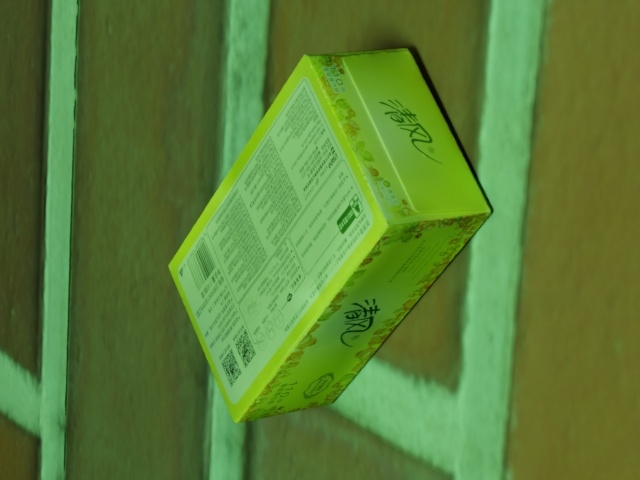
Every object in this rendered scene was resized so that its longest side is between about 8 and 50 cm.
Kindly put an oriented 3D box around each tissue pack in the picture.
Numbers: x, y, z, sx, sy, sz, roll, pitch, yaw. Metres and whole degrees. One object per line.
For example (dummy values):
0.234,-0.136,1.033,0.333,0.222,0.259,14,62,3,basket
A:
0.000,0.000,0.921,0.176,0.062,0.095,-54,52,46,tissue pack
